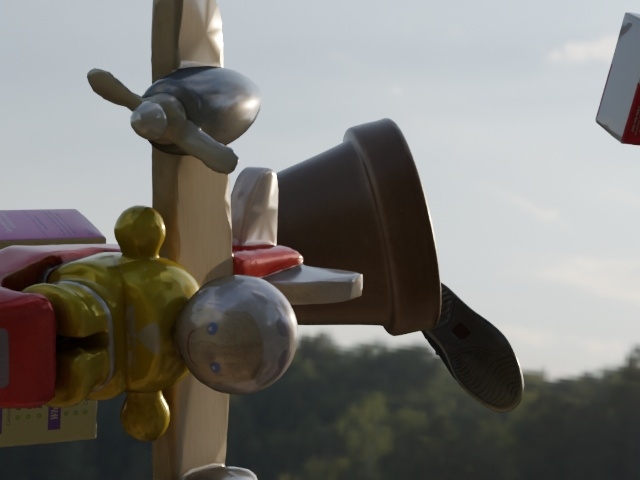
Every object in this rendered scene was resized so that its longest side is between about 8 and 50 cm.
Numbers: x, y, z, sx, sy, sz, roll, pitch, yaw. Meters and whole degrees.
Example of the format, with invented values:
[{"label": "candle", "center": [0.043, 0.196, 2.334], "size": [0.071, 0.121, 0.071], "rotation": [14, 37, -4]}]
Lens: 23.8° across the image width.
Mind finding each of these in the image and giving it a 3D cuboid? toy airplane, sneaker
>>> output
[{"label": "toy airplane", "center": [-0.103, 0.058, 1.164], "size": [0.272, 0.384, 0.386], "rotation": [10, -32, 47]}, {"label": "sneaker", "center": [0.203, 0.151, 1.974], "size": [0.222, 0.083, 0.118], "rotation": [54, -1, 37]}]

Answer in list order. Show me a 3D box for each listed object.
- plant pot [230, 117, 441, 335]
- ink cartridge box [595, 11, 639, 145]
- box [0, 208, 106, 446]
[{"label": "plant pot", "center": [0.000, 0.000, 1.806], "size": [0.229, 0.263, 0.263], "rotation": [-11, -9, -6]}, {"label": "ink cartridge box", "center": [0.341, -0.140, 1.378], "size": [0.150, 0.109, 0.063], "rotation": [5, 21, -19]}, {"label": "box", "center": [-0.347, 0.086, 1.492], "size": [0.243, 0.213, 0.117], "rotation": [-3, 17, -24]}]
